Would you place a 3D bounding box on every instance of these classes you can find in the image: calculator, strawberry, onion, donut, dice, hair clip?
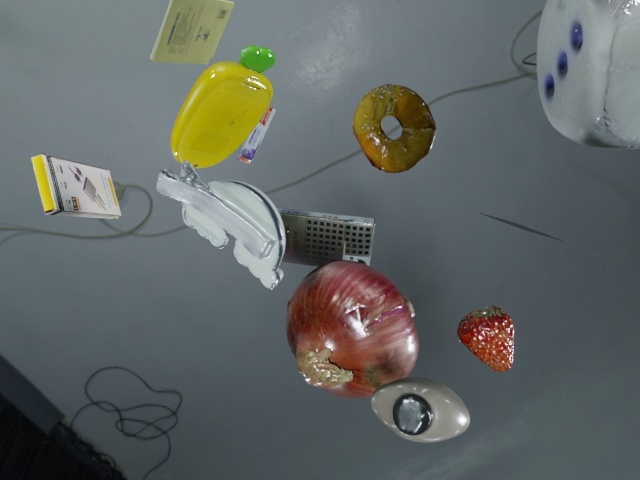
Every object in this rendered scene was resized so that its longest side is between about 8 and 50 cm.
[{"bbox_3d":[-0.151,-0.206,0.710,0.235,0.032,0.146,-47,157,27],"label":"calculator"},{"bbox_3d":[0.213,0.126,0.567,0.074,0.073,0.083,-13,89,-3],"label":"strawberry"},{"bbox_3d":[0.074,0.223,1.082,0.355,0.353,0.353,-4,117,-8],"label":"onion"},{"bbox_3d":[0.165,-0.246,0.982,0.190,0.075,0.174,44,118,9],"label":"donut"},{"bbox_3d":[0.384,-0.228,0.527,0.194,0.193,0.191,-7,122,9],"label":"dice"},{"bbox_3d":[-0.131,-0.029,0.636,0.220,0.054,0.140,36,129,2],"label":"hair clip"}]

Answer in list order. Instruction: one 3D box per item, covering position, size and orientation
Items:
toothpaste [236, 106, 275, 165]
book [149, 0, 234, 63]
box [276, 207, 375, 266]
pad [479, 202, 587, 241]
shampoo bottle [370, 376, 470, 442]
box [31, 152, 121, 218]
[{"bbox_3d":[-0.196,-0.324,1.361,0.047,0.040,0.196,26,73,-12],"label":"toothpaste"},{"bbox_3d":[-0.295,-0.489,1.039,0.013,0.192,0.168,42,122,9],"label":"book"},{"bbox_3d":[0.001,-0.001,1.404,0.326,0.047,0.180,7,119,6],"label":"box"},{"bbox_3d":[0.675,-0.048,1.339,0.250,0.323,0.055,16,79,-26],"label":"pad"},{"bbox_3d":[0.139,0.229,0.612,0.127,0.257,0.078,10,76,22],"label":"shampoo bottle"},{"bbox_3d":[-0.555,-0.119,1.047,0.033,0.247,0.129,-17,88,10],"label":"box"}]
